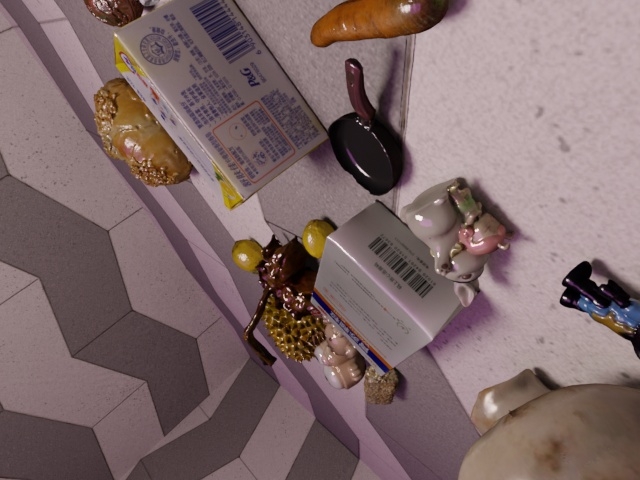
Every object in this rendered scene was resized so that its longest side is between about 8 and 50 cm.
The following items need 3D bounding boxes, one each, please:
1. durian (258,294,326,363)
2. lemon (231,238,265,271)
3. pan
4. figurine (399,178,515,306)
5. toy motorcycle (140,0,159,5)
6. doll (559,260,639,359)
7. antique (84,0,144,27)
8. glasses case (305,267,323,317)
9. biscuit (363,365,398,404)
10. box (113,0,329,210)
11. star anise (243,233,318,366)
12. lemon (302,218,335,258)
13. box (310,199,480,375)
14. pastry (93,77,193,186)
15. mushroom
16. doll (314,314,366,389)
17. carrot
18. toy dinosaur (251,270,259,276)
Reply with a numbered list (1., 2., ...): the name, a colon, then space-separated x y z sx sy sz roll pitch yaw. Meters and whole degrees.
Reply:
1. durian: -0.064 0.228 1.266 0.260 0.154 0.186 41 133 0
2. lemon: -0.199 0.045 1.243 0.111 0.082 0.082 41 158 4
3. pan: 0.052 -0.135 0.523 0.115 0.040 0.212 40 164 24
4. figurine: 0.162 0.009 0.500 0.146 0.081 0.098 53 158 -9
5. toy motorcycle: -0.207 -0.361 0.538 0.254 0.112 0.112 5 132 54
6. doll: 0.307 0.090 0.383 0.195 0.070 0.096 39 173 40
7. antique: -0.350 -0.413 0.748 0.104 0.104 0.104 40 157 21
8. glasses case: -0.039 0.128 1.120 0.073 0.049 0.194 20 144 50
9. biscuit: 0.151 0.363 1.116 0.168 0.082 0.070 85 -178 -54
10. box: -0.137 -0.196 0.620 0.265 0.168 0.097 51 161 -10
11. star anise: -0.080 0.134 1.002 0.237 0.148 0.346 29 112 27
12. lemon: 0.000 0.000 0.817 0.065 0.065 0.092 19 141 52
13. box: 0.096 0.095 0.733 0.200 0.106 0.299 45 157 15
14. pastry: -0.480 -0.264 1.161 0.310 0.162 0.255 53 156 -14
15. mushroom: 0.306 0.282 0.516 0.297 0.298 0.290 55 -166 -15
16. doll: 0.046 0.259 1.096 0.154 0.119 0.278 48 157 45
17. carrot: 0.040 -0.210 0.421 0.191 0.047 0.047 19 143 53
18. toy dinosaur: -0.224 0.087 1.429 0.113 0.026 0.041 50 177 -27
